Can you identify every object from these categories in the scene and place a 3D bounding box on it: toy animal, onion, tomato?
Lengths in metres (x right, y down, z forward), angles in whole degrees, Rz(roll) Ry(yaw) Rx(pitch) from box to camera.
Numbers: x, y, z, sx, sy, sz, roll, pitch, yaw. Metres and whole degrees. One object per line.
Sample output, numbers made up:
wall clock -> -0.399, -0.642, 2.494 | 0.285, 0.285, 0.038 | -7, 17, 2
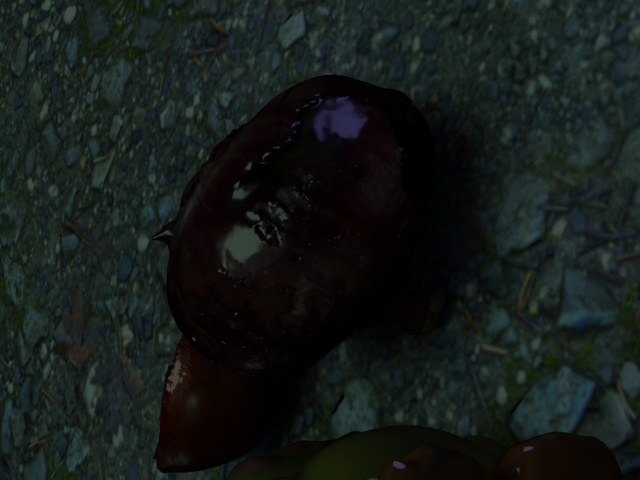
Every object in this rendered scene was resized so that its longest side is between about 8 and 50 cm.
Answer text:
toy animal -> 0.039, 0.225, 0.895 | 0.338, 0.216, 0.191 | -21, 77, 56
onion -> 0.000, 0.000, 1.006 | 0.252, 0.219, 0.252 | -55, 10, 14
tomato -> -0.075, 0.118, 1.148 | 0.189, 0.099, 0.173 | -68, -10, -52
